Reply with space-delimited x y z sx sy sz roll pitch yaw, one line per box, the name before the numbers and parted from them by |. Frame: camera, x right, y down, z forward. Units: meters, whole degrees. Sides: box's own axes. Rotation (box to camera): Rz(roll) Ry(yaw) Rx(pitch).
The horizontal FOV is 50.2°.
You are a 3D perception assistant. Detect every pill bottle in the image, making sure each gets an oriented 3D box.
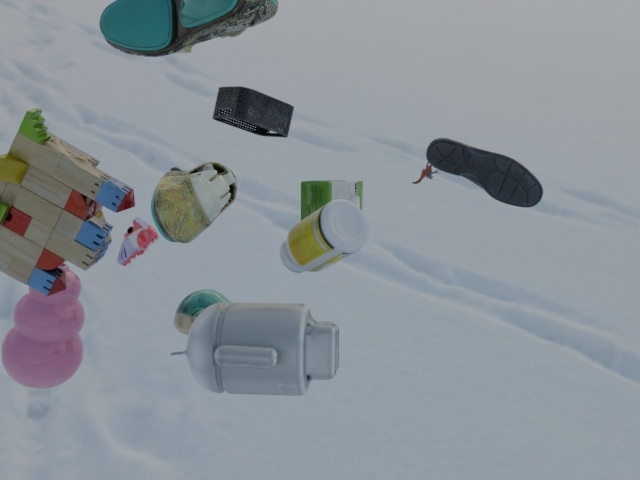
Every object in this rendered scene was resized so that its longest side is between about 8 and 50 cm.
pill bottle | 0.000 0.000 1.283 0.103 0.103 0.184 -27 -2 -39

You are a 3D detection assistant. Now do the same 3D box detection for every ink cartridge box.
ink cartridge box | 0.040 -0.092 2.094 0.097 0.188 0.255 4 8 26

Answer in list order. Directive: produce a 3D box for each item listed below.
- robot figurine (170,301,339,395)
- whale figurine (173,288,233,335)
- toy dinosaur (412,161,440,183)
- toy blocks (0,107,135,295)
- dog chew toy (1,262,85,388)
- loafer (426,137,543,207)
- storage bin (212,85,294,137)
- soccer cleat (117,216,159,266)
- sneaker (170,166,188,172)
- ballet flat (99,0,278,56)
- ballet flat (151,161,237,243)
robot figurine | -0.138 0.235 1.492 0.354 0.199 0.300 1 -5 7
whale figurine | -0.262 0.209 1.842 0.272 0.141 0.216 6 -17 31
toy dinosaur | 0.291 -0.181 1.829 0.047 0.090 0.082 42 0 9
toy blocks | -0.548 -0.043 1.422 0.261 0.381 0.190 30 16 -6
dog chew toy | -0.719 0.218 1.807 0.207 0.331 0.206 15 10 -3
loafer | 0.412 -0.181 1.703 0.303 0.109 0.095 26 22 6
storage bin | -0.171 -0.328 1.749 0.122 0.084 0.180 12 -1 44
soccer cleat | -0.595 0.005 2.171 0.248 0.095 0.083 -31 10 49
sneaker | -0.311 -0.151 1.789 0.089 0.051 0.170 -38 68 -17
ballet flat | -0.303 -0.516 1.615 0.483 0.163 0.182 -1 -3 34
ballet flat | -0.208 -0.084 1.212 0.123 0.123 0.348 1 12 0
